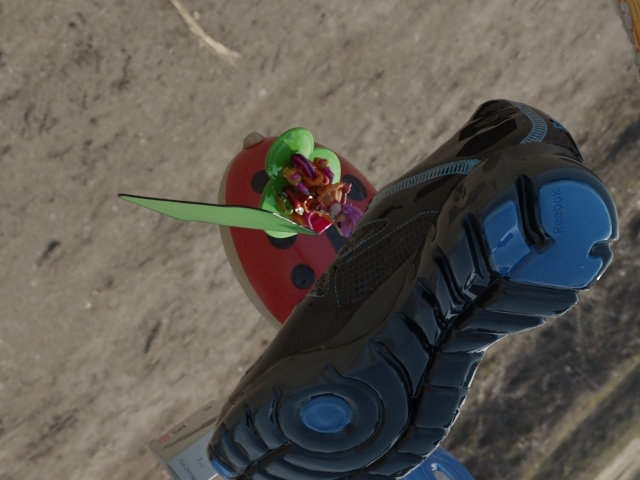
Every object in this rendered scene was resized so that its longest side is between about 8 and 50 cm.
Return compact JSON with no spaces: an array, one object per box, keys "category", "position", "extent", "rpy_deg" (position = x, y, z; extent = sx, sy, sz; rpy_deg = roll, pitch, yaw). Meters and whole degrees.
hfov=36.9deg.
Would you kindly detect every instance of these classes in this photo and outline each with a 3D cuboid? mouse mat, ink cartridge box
[{"category":"mouse mat","position":[-0.110,-0.028,1.065],"extent":[0.152,0.189,0.007],"rpy_deg":[24,73,-67]},{"category":"ink cartridge box","position":[-0.127,0.262,1.405],"extent":[0.239,0.060,0.275],"rpy_deg":[-35,-177,-16]}]

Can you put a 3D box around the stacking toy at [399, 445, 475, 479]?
[{"category":"stacking toy","position":[0.033,0.355,1.037],"extent":[0.302,0.175,0.165],"rpy_deg":[-46,147,16]}]

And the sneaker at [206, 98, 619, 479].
[{"category":"sneaker","position":[0.050,0.052,0.647],"extent":[0.125,0.140,0.341],"rpy_deg":[35,117,-24]}]

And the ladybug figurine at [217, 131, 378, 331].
[{"category":"ladybug figurine","position":[0.000,0.000,1.656],"extent":[0.305,0.449,0.162],"rpy_deg":[-36,179,-20]}]

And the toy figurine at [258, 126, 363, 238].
[{"category":"toy figurine","position":[0.021,-0.031,1.128],"extent":[0.130,0.159,0.173],"rpy_deg":[-38,145,-19]}]

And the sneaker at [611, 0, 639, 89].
[{"category":"sneaker","position":[0.304,-0.162,0.802],"extent":[0.083,0.215,0.084],"rpy_deg":[-19,-164,10]}]
